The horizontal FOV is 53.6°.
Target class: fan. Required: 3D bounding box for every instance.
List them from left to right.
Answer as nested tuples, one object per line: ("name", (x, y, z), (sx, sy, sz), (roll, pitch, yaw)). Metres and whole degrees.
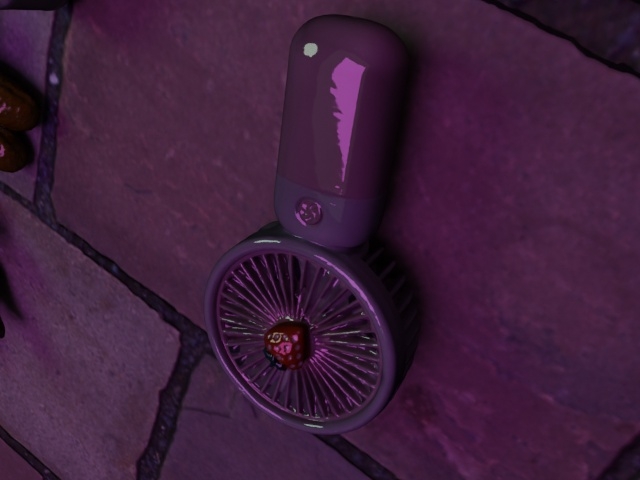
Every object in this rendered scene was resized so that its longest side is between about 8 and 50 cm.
("fan", (0.000, 0.000, 0.360), (0.130, 0.074, 0.244), (19, 120, 23))

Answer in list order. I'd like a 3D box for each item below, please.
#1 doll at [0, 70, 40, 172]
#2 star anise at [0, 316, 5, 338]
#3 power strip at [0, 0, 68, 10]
("doll", (-0.315, -0.124, 0.472), (0.209, 0.097, 0.137), (31, 142, -4))
("star anise", (-0.398, -0.001, 0.584), (0.220, 0.099, 0.214), (17, 117, 24))
("power strip", (-0.249, -0.259, 0.399), (0.194, 0.059, 0.265), (-36, 91, 33))
